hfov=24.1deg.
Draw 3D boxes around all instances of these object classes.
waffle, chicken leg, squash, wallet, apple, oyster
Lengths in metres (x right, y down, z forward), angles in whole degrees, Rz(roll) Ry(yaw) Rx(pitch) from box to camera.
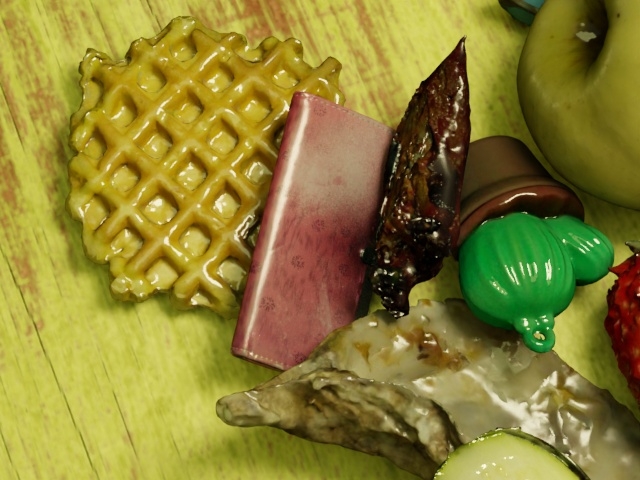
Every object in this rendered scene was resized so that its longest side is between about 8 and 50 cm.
[{"bbox_3d":[-0.090,-0.068,1.299,0.291,0.051,0.291,1,72,-5],"label":"waffle"},{"bbox_3d":[0.087,-0.050,1.242,0.063,0.105,0.233,21,66,-22],"label":"chicken leg"},{"bbox_3d":[0.077,0.271,1.108,0.137,0.287,0.137,27,32,-19],"label":"squash"},{"bbox_3d":[0.000,0.000,1.258,0.119,0.025,0.232,20,77,-30],"label":"wallet"},{"bbox_3d":[0.299,-0.144,1.240,0.262,0.262,0.262,1,72,-4],"label":"apple"},{"bbox_3d":[0.120,0.142,1.219,0.396,0.111,0.204,20,32,-3],"label":"oyster"}]

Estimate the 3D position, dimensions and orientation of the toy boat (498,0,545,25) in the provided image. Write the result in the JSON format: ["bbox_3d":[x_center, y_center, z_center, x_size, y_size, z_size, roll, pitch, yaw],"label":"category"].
[{"bbox_3d":[0.249,-0.228,1.362,0.186,0.077,0.075,-4,73,-5],"label":"toy boat"}]

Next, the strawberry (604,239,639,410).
[{"bbox_3d":[0.327,0.103,1.255,0.174,0.098,0.228,-14,81,-19],"label":"strawberry"}]

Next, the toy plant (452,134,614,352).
[{"bbox_3d":[0.175,0.006,1.263,0.143,0.105,0.200,-6,60,-20],"label":"toy plant"}]
